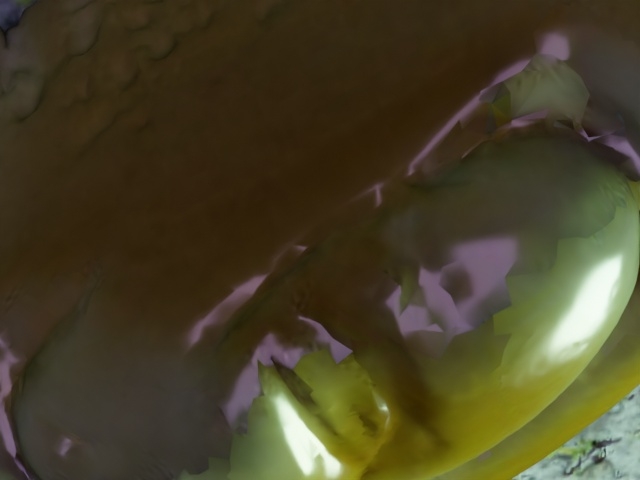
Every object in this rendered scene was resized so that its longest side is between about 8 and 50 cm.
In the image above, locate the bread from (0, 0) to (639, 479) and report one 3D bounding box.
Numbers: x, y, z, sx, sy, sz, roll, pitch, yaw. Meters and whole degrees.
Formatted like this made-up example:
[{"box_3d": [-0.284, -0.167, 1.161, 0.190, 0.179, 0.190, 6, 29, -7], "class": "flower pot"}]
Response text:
[{"box_3d": [-0.008, -0.009, 0.501, 0.424, 0.245, 0.329, -28, 111, 6], "class": "bread"}]
